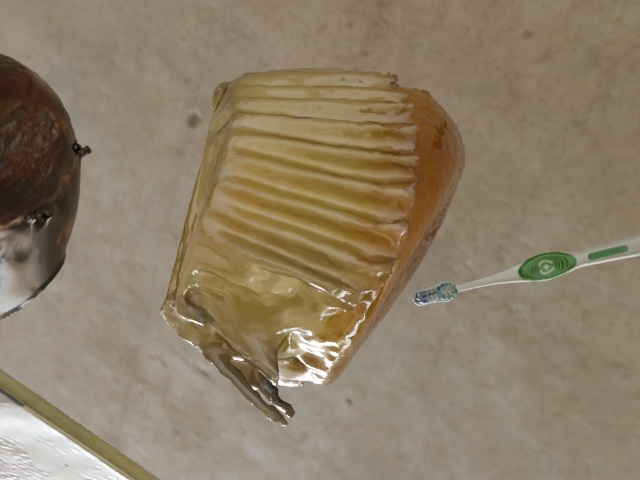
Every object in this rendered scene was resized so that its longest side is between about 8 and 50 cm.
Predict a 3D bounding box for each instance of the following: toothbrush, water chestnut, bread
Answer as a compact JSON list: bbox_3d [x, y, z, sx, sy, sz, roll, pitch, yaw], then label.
[{"bbox_3d":[0.242,0.026,1.373,0.030,0.303,0.030,167,90,-81],"label":"toothbrush"},{"bbox_3d":[-0.425,-0.091,1.402,0.335,0.335,0.347,13,136,33],"label":"water chestnut"},{"bbox_3d":[0.004,-0.012,0.974,0.183,0.388,0.236,16,96,1],"label":"bread"}]

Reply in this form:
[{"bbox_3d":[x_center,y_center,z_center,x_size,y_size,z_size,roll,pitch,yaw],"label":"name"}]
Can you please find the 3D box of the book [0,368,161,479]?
[{"bbox_3d":[-0.286,0.160,1.111,0.228,0.018,0.322,-17,132,44],"label":"book"}]
